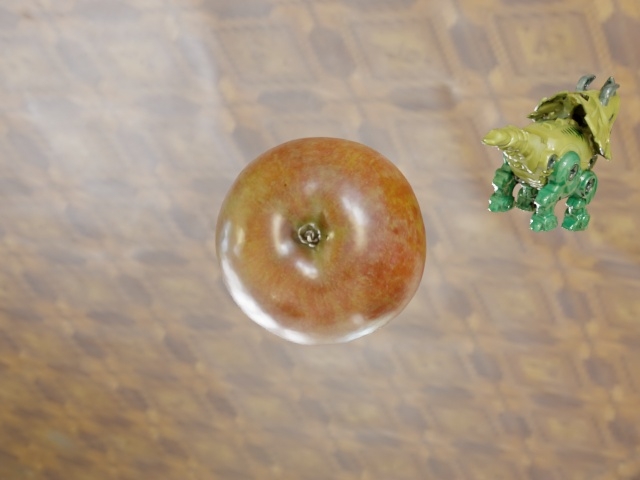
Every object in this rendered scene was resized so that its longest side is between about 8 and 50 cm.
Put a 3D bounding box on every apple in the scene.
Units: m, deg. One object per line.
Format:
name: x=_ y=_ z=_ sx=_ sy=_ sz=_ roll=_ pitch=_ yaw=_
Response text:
apple: x=0.000 y=0.000 z=1.426 sx=0.188 sy=0.188 sz=0.174 roll=12 pitch=178 yaw=9

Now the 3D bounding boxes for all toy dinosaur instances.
toy dinosaur: x=0.217 y=-0.079 z=1.585 sx=0.094 sy=0.259 sz=0.153 roll=24 pitch=114 yaw=31
